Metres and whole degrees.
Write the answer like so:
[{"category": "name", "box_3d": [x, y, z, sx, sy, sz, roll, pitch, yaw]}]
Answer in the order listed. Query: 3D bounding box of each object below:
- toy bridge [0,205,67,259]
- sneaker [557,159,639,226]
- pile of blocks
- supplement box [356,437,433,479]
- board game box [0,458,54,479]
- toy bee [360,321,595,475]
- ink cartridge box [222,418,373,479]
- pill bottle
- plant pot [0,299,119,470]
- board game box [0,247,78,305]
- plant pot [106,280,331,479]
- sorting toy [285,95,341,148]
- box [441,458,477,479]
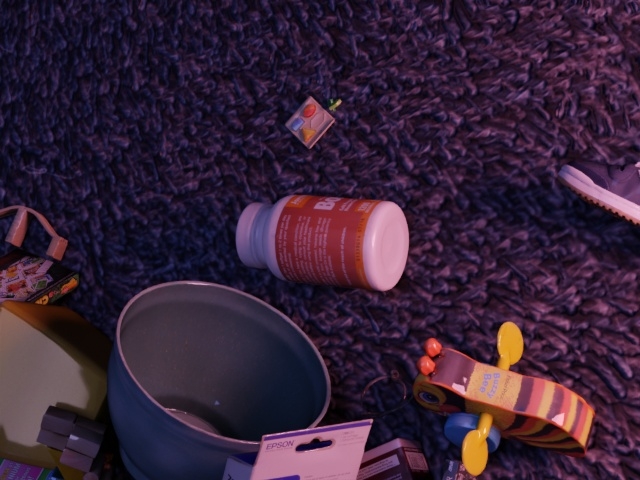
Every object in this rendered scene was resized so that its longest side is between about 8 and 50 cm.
[{"category": "toy bridge", "box_3d": [-0.477, -0.022, 2.033, 0.188, 0.026, 0.063, 16, 80, 29]}, {"category": "sneaker", "box_3d": [0.438, -0.076, 1.543, 0.282, 0.099, 0.153, 26, 96, 22]}, {"category": "pile of blocks", "box_3d": [-0.288, 0.394, 1.704, 0.149, 0.112, 0.362, -32, 99, 3]}, {"category": "supplement box", "box_3d": [0.098, 0.386, 1.627, 0.130, 0.073, 0.239, -26, 67, 21]}, {"category": "board game box", "box_3d": [-0.528, 0.429, 1.878, 0.316, 0.064, 0.242, 1, 50, 27]}, {"category": "toy bee", "box_3d": [0.177, 0.193, 1.564, 0.298, 0.162, 0.195, -10, 53, 12]}, {"category": "ink cartridge box", "box_3d": [-0.052, 0.353, 1.589, 0.065, 0.165, 0.332, 42, 124, 47]}, {"category": "pill bottle", "box_3d": [0.000, 0.000, 1.735, 0.216, 0.121, 0.121, 5, 81, 27]}, {"category": "plant pot", "box_3d": [-0.374, 0.224, 1.837, 0.187, 0.212, 0.212, 25, 90, 16]}, {"category": "board game box", "box_3d": [-0.499, 0.093, 1.911, 0.136, 0.260, 0.030, 22, 127, 28]}, {"category": "plant pot", "box_3d": [-0.159, 0.222, 1.699, 0.293, 0.293, 0.196, 46, 127, 27]}, {"category": "sorting toy", "box_3d": [-0.008, -0.180, 1.842, 0.083, 0.012, 0.062, -48, 62, 10]}, {"category": "box", "box_3d": [0.172, 0.309, 1.601, 0.018, 0.083, 0.067, 9, 83, 27]}]
